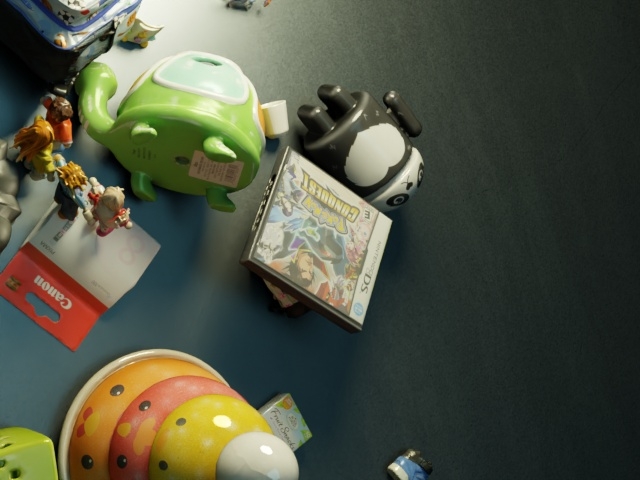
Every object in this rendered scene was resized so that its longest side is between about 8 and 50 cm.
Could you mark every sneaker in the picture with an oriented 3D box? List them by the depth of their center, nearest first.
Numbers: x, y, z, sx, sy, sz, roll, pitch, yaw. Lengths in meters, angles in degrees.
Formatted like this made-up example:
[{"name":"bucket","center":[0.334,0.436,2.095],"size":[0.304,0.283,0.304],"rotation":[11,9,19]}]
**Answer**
[{"name":"sneaker","center":[0.209,0.495,2.200],"size":[0.084,0.058,0.152],"rotation":[-40,101,-22]}]

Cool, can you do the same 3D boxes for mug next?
[{"name":"mug","center":[-0.097,-0.229,2.070],"size":[0.062,0.078,0.064],"rotation":[-47,126,-64]}]

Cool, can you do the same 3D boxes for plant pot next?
[{"name":"plant pot","center":[-0.516,0.411,1.605],"size":[0.207,0.227,0.228],"rotation":[-5,89,-30]}]

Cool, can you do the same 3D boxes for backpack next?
[{"name":"backpack","center":[-0.416,-0.418,1.756],"size":[0.276,0.213,0.263],"rotation":[46,46,-3]},{"name":"backpack","center":[-0.050,0.038,2.033],"size":[0.152,0.115,0.182],"rotation":[-39,104,-29]}]

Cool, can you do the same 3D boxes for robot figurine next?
[{"name":"robot figurine","center":[0.081,-0.179,2.108],"size":[0.278,0.209,0.174],"rotation":[47,32,-21]}]

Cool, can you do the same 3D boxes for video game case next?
[{"name":"video game case","center":[0.000,0.000,1.979],"size":[0.275,0.035,0.248],"rotation":[34,58,-28]}]

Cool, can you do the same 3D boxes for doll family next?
[{"name":"doll family","center":[-0.411,-0.107,1.713],"size":[0.118,0.163,0.263],"rotation":[-30,84,-25]}]

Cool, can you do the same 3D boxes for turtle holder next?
[{"name":"turtle holder","center":[-0.251,-0.203,1.870],"size":[0.243,0.320,0.228],"rotation":[62,33,-54]}]

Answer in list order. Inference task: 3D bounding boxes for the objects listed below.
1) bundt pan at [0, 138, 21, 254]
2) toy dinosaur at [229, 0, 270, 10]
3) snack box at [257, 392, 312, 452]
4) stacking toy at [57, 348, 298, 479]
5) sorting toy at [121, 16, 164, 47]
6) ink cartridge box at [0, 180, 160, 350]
[{"name":"bundt pan","center":[-0.607,-0.072,1.646],"size":[0.330,0.124,0.331],"rotation":[3,84,-35]},{"name":"toy dinosaur","center":[-0.134,-0.462,2.056],"size":[0.082,0.090,0.047],"rotation":[-3,104,-4]},{"name":"snack box","center":[-0.095,0.365,2.013],"size":[0.141,0.037,0.100],"rotation":[-35,106,-32]},{"name":"stacking toy","center":[-0.176,0.337,1.682],"size":[0.350,0.480,0.351],"rotation":[5,80,-32]},{"name":"sorting toy","center":[-0.315,-0.378,1.911],"size":[0.083,0.075,0.045],"rotation":[11,79,-33]},{"name":"ink cartridge box","center":[-0.406,0.040,1.818],"size":[0.189,0.066,0.232],"rotation":[44,59,-24]}]
